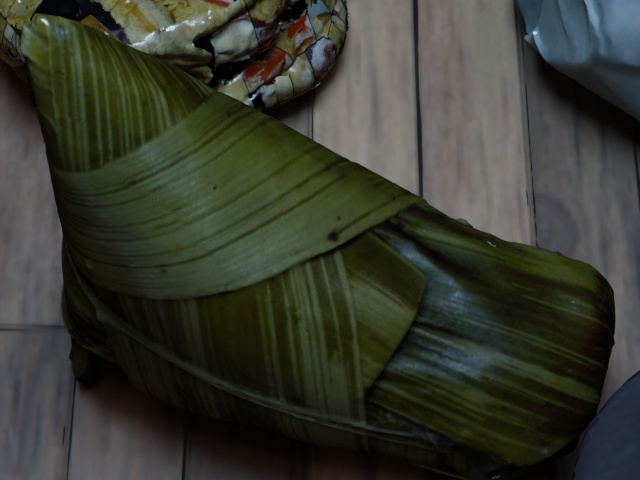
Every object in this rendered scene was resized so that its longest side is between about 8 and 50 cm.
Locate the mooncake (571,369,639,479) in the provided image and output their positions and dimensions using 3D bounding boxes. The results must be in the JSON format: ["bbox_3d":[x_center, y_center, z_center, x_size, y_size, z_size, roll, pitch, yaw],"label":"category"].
[{"bbox_3d":[0.235,0.139,0.849,0.245,0.133,0.245,-16,31,10],"label":"mooncake"}]

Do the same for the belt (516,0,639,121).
[{"bbox_3d":[0.325,-0.199,1.086,0.436,0.173,0.300,-14,56,-9],"label":"belt"}]

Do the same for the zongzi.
[{"bbox_3d":[0.000,0.000,0.888,0.286,0.288,0.134,12,63,9],"label":"zongzi"}]

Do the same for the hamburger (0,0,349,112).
[{"bbox_3d":[-0.095,-0.158,1.110,0.231,0.107,0.231,-5,53,6],"label":"hamburger"}]
